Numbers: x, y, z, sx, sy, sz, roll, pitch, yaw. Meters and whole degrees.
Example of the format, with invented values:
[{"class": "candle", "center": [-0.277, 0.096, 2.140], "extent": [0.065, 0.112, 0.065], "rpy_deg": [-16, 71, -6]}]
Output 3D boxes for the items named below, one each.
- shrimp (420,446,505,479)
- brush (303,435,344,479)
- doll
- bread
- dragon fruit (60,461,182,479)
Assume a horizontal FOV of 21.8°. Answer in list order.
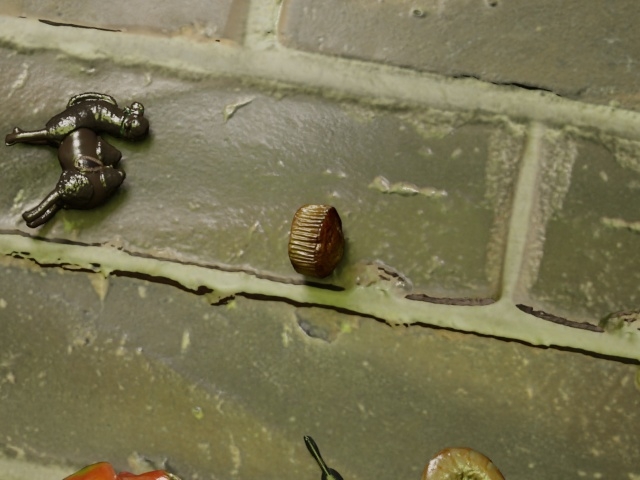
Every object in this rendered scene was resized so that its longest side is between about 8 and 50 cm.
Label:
[{"class": "shrimp", "center": [0.157, 0.299, 1.765], "extent": [0.095, 0.045, 0.162], "rpy_deg": [-3, 72, -17]}, {"class": "brush", "center": [0.004, 0.247, 1.799], "extent": [0.024, 0.008, 0.083], "rpy_deg": [-32, 77, 0]}, {"class": "doll", "center": [-0.270, -0.099, 1.875], "extent": [0.165, 0.057, 0.139], "rpy_deg": [-16, 74, -3]}, {"class": "bread", "center": [0.000, 0.000, 1.814], "extent": [0.053, 0.085, 0.085], "rpy_deg": [8, 79, 15]}, {"class": "dragon fruit", "center": [-0.210, 0.363, 1.701], "extent": [0.290, 0.189, 0.291], "rpy_deg": [-1, 79, 5]}]
